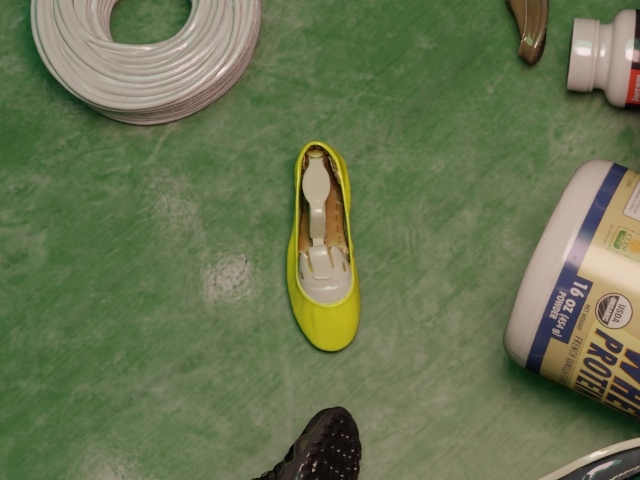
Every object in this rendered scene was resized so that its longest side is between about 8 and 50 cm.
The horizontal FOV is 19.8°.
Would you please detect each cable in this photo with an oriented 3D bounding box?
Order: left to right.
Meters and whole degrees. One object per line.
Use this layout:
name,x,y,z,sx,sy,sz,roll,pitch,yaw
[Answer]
cable,-0.195,-0.255,2.046,0.257,0.089,0.257,39,79,14

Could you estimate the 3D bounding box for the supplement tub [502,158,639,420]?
supplement tub,0.364,0.076,1.825,0.316,0.228,0.228,24,75,11

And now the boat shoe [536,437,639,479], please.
boat shoe,0.239,0.271,1.839,0.254,0.095,0.079,-24,70,-3

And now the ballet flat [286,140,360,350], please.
ballet flat,0.000,0.000,1.953,0.077,0.077,0.231,-3,72,2

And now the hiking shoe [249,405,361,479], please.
hiking shoe,-0.045,0.255,1.864,0.114,0.086,0.227,-1,43,40

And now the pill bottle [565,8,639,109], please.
pill bottle,0.365,-0.192,1.977,0.193,0.108,0.108,6,72,6

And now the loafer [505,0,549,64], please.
loafer,0.229,-0.261,2.040,0.050,0.056,0.148,5,62,6
